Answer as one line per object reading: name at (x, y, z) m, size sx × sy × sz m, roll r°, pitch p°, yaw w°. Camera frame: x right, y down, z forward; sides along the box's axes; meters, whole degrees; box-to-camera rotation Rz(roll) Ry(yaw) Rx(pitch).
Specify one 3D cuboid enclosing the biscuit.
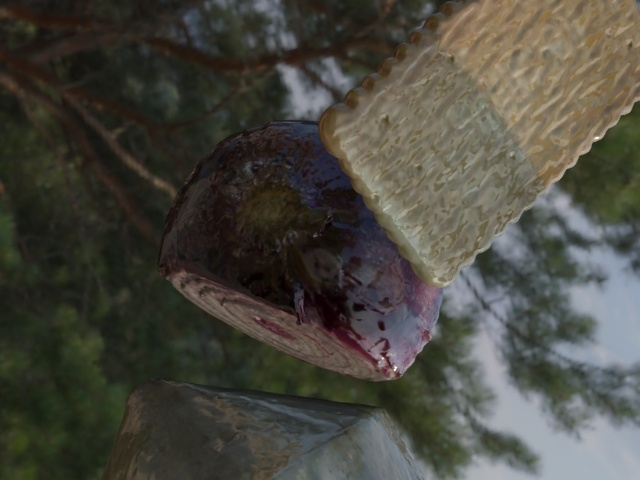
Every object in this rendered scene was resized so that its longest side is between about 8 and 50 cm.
biscuit at (0.123, -0.100, 0.877) m, size 0.160 × 0.249 × 0.030 m, roll 52°, pitch -13°, yaw -27°

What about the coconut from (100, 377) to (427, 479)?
coconut at (-0.040, 0.235, 0.901) m, size 0.329 × 0.328 × 0.329 m, roll 163°, pitch -90°, yaw -86°

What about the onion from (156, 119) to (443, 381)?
onion at (0.000, 0.000, 1.466) m, size 0.336 × 0.260 × 0.282 m, roll 18°, pitch -21°, yaw 30°
